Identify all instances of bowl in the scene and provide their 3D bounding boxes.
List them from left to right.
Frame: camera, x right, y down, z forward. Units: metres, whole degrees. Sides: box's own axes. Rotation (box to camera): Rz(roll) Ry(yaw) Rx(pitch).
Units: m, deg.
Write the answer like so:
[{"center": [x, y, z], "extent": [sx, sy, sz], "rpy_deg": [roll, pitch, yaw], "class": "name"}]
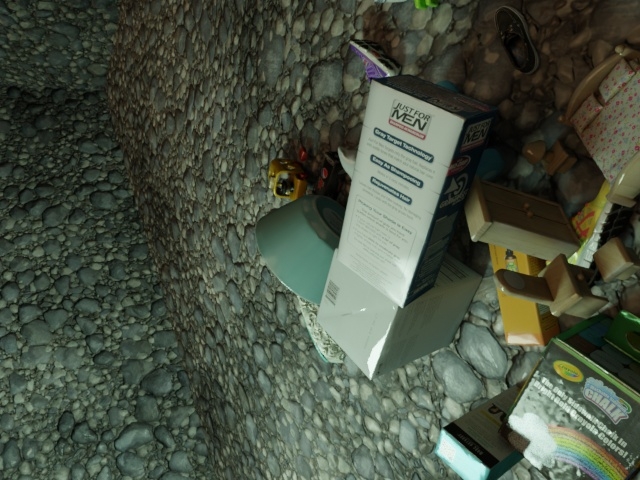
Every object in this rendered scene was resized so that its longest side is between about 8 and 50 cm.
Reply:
[{"center": [0.000, 0.000, 1.194], "extent": [0.163, 0.311, 0.312], "rpy_deg": [-43, 62, 26], "class": "bowl"}]

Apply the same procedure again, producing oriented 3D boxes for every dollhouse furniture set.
[{"center": [0.367, -0.121, 0.621], "extent": [0.356, 0.173, 0.304], "rpy_deg": [115, 165, -45], "class": "dollhouse furniture set"}]

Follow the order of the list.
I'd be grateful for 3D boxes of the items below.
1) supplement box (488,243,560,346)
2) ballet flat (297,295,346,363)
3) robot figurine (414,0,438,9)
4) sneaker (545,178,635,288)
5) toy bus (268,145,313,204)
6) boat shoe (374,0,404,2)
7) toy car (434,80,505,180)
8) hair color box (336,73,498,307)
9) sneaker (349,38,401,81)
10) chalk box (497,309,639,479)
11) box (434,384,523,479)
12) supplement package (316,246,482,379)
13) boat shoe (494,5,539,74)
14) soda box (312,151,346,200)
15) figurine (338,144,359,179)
[{"center": [0.380, 0.075, 0.853], "extent": [0.078, 0.080, 0.234], "rpy_deg": [-11, 91, 52], "class": "supplement box"}, {"center": [0.000, 0.153, 1.329], "extent": [0.147, 0.146, 0.409], "rpy_deg": [-46, 62, 47], "class": "ballet flat"}, {"center": [0.217, -0.542, 0.934], "extent": [0.101, 0.067, 0.115], "rpy_deg": [6, 108, 42], "class": "robot figurine"}, {"center": [0.437, -0.018, 0.756], "extent": [0.094, 0.081, 0.209], "rpy_deg": [42, 128, 47], "class": "sneaker"}, {"center": [-0.104, -0.176, 1.378], "extent": [0.202, 0.104, 0.191], "rpy_deg": [137, 133, -65], "class": "toy bus"}, {"center": [0.166, -0.648, 0.951], "extent": [0.096, 0.088, 0.268], "rpy_deg": [-97, 9, -64], "class": "boat shoe"}, {"center": [0.195, -0.191, 0.882], "extent": [0.210, 0.237, 0.219], "rpy_deg": [-40, 64, 35], "class": "toy car"}, {"center": [0.145, -0.077, 0.765], "extent": [0.173, 0.105, 0.348], "rpy_deg": [36, 133, 32], "class": "hair color box"}, {"center": [0.120, -0.428, 1.096], "extent": [0.170, 0.068, 0.071], "rpy_deg": [56, 143, 28], "class": "sneaker"}, {"center": [0.452, 0.242, 0.714], "extent": [0.180, 0.179, 0.289], "rpy_deg": [42, 128, 41], "class": "chalk box"}, {"center": [0.331, 0.356, 0.839], "extent": [0.100, 0.244, 0.060], "rpy_deg": [33, 123, 45], "class": "box"}, {"center": [0.166, 0.128, 0.990], "extent": [0.198, 0.262, 0.200], "rpy_deg": [42, 129, 40], "class": "supplement package"}, {"center": [0.351, -0.367, 0.822], "extent": [0.049, 0.040, 0.142], "rpy_deg": [-37, 68, 50], "class": "boat shoe"}, {"center": [0.025, -0.166, 1.281], "extent": [0.053, 0.060, 0.169], "rpy_deg": [52, 136, 34], "class": "soda box"}, {"center": [0.134, -0.118, 1.023], "extent": [0.092, 0.214, 0.210], "rpy_deg": [-18, 82, 50], "class": "figurine"}]
